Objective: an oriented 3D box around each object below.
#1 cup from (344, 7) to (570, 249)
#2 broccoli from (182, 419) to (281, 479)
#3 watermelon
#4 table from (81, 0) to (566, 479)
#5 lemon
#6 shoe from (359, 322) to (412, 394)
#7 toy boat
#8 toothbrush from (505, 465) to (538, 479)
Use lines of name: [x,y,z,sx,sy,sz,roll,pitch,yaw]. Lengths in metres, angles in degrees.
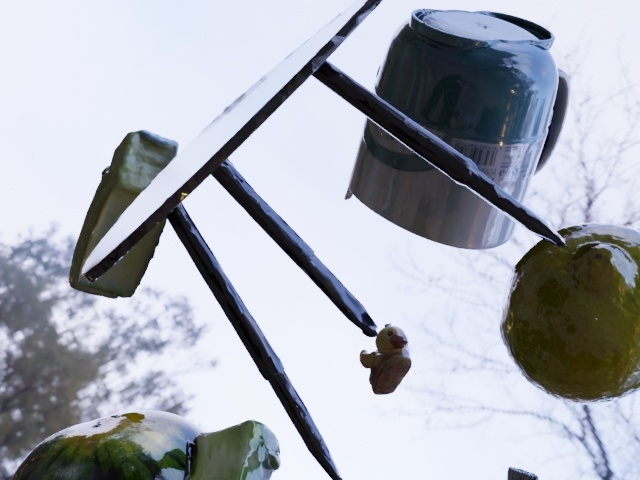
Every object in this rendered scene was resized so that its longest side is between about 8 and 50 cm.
cup: [0.188,-0.142,1.415,0.219,0.290,0.257,41,-54,43]
broccoli: [-0.082,0.352,1.090,0.221,0.361,0.252,-35,-75,31]
watermelon: [-0.222,0.318,1.318,0.269,0.269,0.268,23,-55,39]
table: [0.000,0.000,0.946,0.249,0.317,0.317,46,-39,-11]
lemon: [0.273,0.079,1.174,0.184,0.184,0.248,48,-17,19]
shoe: [0.094,0.175,1.693,0.109,0.072,0.069,86,-10,-46]
toy boat: [-0.286,-0.023,1.684,0.276,0.111,0.084,-63,-156,21]
toothbrush: [0.374,0.353,1.497,0.354,0.024,0.029,11,-76,51]
